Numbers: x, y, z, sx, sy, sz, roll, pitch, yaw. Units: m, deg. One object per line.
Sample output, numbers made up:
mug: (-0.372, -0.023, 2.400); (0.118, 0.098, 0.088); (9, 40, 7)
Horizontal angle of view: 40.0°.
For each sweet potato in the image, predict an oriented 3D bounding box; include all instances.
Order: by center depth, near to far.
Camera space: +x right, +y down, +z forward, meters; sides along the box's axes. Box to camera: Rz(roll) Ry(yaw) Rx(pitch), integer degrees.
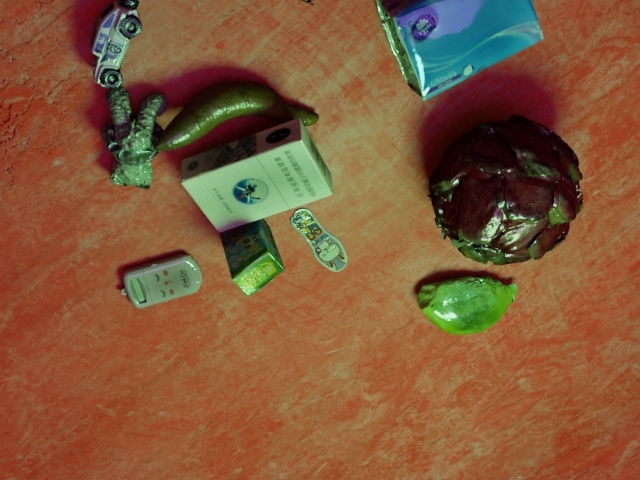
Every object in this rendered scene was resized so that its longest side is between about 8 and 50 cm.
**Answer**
sweet potato: (-0.163, -0.252, 1.695); (0.346, 0.079, 0.108); (-12, 115, -24)

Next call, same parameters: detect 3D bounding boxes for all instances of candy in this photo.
candy: (-0.142, 0.022, 1.792); (0.097, 0.194, 0.062); (-38, 121, 8)

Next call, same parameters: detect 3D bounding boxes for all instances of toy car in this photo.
toy car: (-0.370, -0.360, 1.574); (0.070, 0.080, 0.170); (16, 114, -24)

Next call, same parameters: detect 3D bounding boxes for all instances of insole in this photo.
insole: (0.000, 0.000, 1.933); (0.065, 0.004, 0.197); (-35, 123, 5)

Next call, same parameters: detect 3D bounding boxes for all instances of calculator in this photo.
calculator: (-0.339, 0.086, 1.869); (0.175, 0.032, 0.100); (-17, 122, -6)

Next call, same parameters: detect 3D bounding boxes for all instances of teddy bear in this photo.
teddy bear: (-0.350, -0.177, 1.668); (0.133, 0.111, 0.213); (3, 117, -13)

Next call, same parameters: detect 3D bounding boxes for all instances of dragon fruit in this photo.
dragon fruit: (0.385, -0.101, 1.817); (0.329, 0.329, 0.329); (-7, 121, -12)

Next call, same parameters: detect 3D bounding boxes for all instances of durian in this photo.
durian: (0.345, 0.153, 2.063); (0.250, 0.101, 0.139); (6, 117, -19)

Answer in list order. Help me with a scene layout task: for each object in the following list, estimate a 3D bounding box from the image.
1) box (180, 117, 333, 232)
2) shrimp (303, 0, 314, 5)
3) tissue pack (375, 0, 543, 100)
box: (-0.124, -0.124, 1.732); (0.257, 0.069, 0.164); (-18, 136, 14)
shrimp: (-0.054, -0.565, 1.562); (0.222, 0.054, 0.290); (-45, 117, 11)
tissue pack: (0.266, -0.420, 1.684); (0.264, 0.146, 0.198); (-27, 122, 0)
